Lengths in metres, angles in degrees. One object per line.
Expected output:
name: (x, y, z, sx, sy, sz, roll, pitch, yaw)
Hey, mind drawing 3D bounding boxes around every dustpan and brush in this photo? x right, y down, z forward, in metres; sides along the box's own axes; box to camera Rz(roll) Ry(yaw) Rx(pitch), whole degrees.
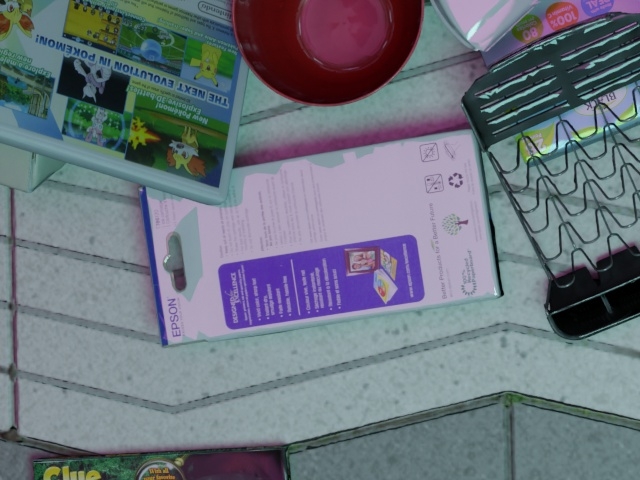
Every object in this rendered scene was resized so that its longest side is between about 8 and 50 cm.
dustpan and brush: (0.128, -0.287, 1.531, 0.147, 0.060, 0.211, -43, 82, 3)

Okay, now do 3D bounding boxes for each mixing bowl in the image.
mixing bowl: (0.015, -0.212, 1.589, 0.181, 0.098, 0.181, 0, 88, 11)

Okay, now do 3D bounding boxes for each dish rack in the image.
dish rack: (0.256, -0.063, 1.500, 0.208, 0.074, 0.271, -24, 116, 10)

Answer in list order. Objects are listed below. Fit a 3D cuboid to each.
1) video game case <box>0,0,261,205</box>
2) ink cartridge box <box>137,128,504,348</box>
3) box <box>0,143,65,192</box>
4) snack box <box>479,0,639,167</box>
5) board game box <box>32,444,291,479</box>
video game case: (-0.208, -0.216, 1.531, 0.329, 0.036, 0.300, 17, 74, -30)
ink cartridge box: (0.000, 0.000, 1.607, 0.332, 0.065, 0.165, -8, 88, 9)
box: (-0.384, -0.164, 1.627, 0.311, 0.148, 0.121, 16, 118, 10)
snack box: (0.235, -0.195, 1.561, 0.174, 0.070, 0.207, -23, 86, 10)
board game box: (-0.154, 0.275, 1.649, 0.259, 0.030, 0.136, -4, 90, 11)
